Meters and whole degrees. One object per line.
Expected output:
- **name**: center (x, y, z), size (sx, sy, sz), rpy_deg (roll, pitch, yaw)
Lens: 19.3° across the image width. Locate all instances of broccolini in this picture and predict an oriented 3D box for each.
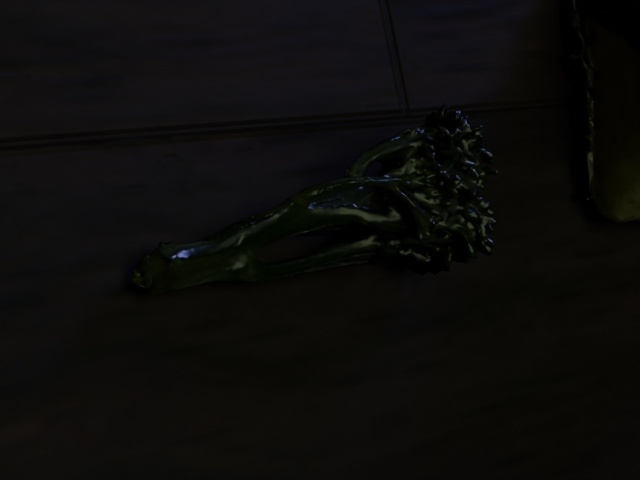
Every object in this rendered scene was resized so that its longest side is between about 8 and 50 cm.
- **broccolini**: center (0.007, -0.005, 0.825), size (0.201, 0.058, 0.074), rpy_deg (-21, 88, -47)

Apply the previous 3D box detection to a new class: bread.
- **bread**: center (0.200, -0.085, 1.040), size (0.147, 0.127, 0.152), rpy_deg (9, 41, -42)
